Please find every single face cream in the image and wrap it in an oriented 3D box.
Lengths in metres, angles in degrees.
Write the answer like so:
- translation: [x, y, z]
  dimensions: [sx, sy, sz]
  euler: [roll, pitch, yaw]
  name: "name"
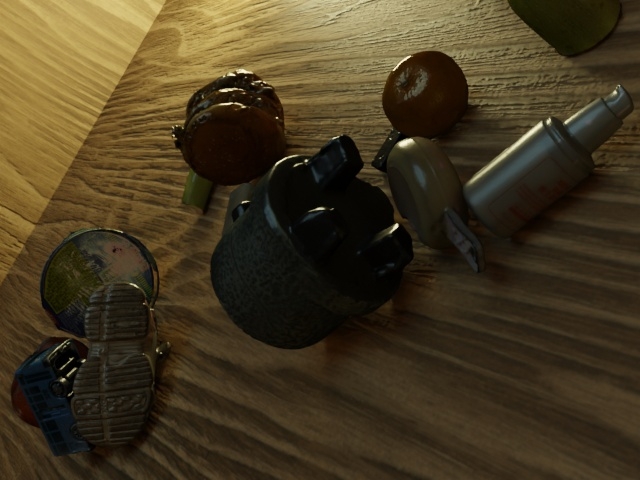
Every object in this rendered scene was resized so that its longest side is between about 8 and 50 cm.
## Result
- translation: [0.318, -0.113, 1.111]
  dimensions: [0.251, 0.101, 0.101]
  euler: [-41, 34, 25]
  name: "face cream"

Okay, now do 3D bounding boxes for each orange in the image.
- translation: [0.185, -0.251, 1.416]
  dimensions: [0.154, 0.134, 0.155]
  euler: [-10, 75, 39]
  name: "orange"

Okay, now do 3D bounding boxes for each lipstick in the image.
- translation: [-0.165, 0.001, 1.728]
  dimensions: [0.077, 0.079, 0.253]
  euler: [-29, 42, 37]
  name: "lipstick"

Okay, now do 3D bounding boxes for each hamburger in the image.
- translation: [-0.208, -0.246, 1.855]
  dimensions: [0.211, 0.260, 0.245]
  euler: [-101, 19, -50]
  name: "hamburger"

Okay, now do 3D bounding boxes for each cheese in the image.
- translation: [0.178, -0.045, 1.220]
  dimensions: [0.082, 0.163, 0.286]
  euler: [-19, 39, -5]
  name: "cheese"

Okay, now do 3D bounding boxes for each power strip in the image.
- translation: [0.138, -0.177, 1.502]
  dimensions: [0.111, 0.029, 0.038]
  euler: [-58, 31, 3]
  name: "power strip"

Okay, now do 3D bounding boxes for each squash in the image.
- translation: [-0.295, -0.186, 2.091]
  dimensions: [0.083, 0.083, 0.250]
  euler: [-11, 56, 51]
  name: "squash"
- translation: [0.350, -0.375, 1.233]
  dimensions: [0.123, 0.186, 0.123]
  euler: [-44, 28, 31]
  name: "squash"

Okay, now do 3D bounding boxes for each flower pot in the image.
- translation: [0.000, 0.000, 1.314]
  dimensions: [0.283, 0.299, 0.299]
  euler: [-43, 32, 38]
  name: "flower pot"

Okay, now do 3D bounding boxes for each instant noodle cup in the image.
- translation: [-0.580, 0.084, 2.092]
  dimensions: [0.284, 0.284, 0.312]
  euler: [-59, 22, -3]
  name: "instant noodle cup"

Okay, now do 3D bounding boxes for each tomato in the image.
- translation: [-0.629, 0.349, 1.966]
  dimensions: [0.232, 0.188, 0.232]
  euler: [-39, 28, 26]
  name: "tomato"

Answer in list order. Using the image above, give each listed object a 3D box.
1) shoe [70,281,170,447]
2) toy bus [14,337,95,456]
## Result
- translation: [-0.426, 0.274, 1.789]
  dimensions: [0.198, 0.171, 0.351]
  euler: [89, -174, -81]
  name: "shoe"
- translation: [-0.569, 0.348, 1.798]
  dimensions: [0.133, 0.234, 0.116]
  euler: [-16, 14, 21]
  name: "toy bus"
